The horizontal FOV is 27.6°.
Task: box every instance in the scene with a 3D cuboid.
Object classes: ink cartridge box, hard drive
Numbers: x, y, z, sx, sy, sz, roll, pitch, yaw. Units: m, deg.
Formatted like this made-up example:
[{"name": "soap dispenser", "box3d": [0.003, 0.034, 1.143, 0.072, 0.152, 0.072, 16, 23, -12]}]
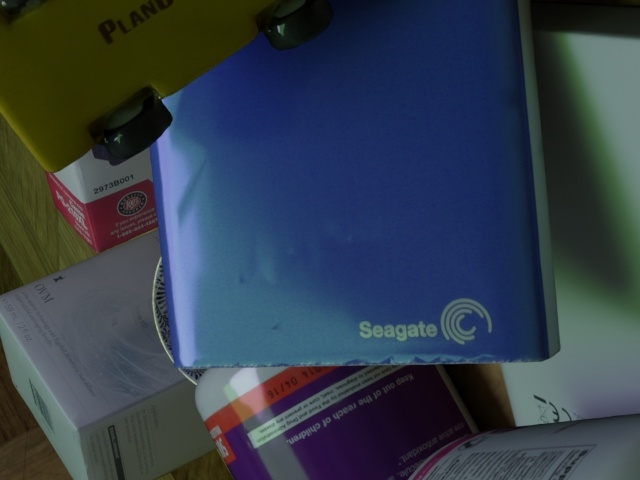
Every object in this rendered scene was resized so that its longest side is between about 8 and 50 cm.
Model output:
[{"name": "ink cartridge box", "box3d": [-0.152, -0.135, 1.077, 0.100, 0.172, 0.237, 42, 149, 44]}, {"name": "hard drive", "box3d": [0.167, 0.044, 0.714, 0.233, 0.047, 0.353, 22, 133, 60]}, {"name": "hard drive", "box3d": [0.003, -0.095, 0.667, 0.210, 0.040, 0.318, -4, 95, 25]}]

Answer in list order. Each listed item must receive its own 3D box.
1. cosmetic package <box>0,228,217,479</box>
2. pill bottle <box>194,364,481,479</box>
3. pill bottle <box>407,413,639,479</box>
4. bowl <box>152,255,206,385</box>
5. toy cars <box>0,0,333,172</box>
[{"name": "cosmetic package", "box3d": [-0.198, 0.127, 1.395, 0.224, 0.225, 0.138, 45, 149, 40]}, {"name": "pill bottle", "box3d": [0.052, 0.205, 0.967, 0.323, 0.181, 0.181, 61, 158, 9]}, {"name": "pill bottle", "box3d": [0.149, 0.161, 0.602, 0.160, 0.160, 0.283, 64, 157, 1]}, {"name": "bowl", "box3d": [-0.057, 0.051, 1.148, 0.170, 0.170, 0.080, 60, -159, 12]}, {"name": "toy cars", "box3d": [-0.048, -0.218, 0.598, 0.087, 0.176, 0.393, -127, 52, -67]}]
